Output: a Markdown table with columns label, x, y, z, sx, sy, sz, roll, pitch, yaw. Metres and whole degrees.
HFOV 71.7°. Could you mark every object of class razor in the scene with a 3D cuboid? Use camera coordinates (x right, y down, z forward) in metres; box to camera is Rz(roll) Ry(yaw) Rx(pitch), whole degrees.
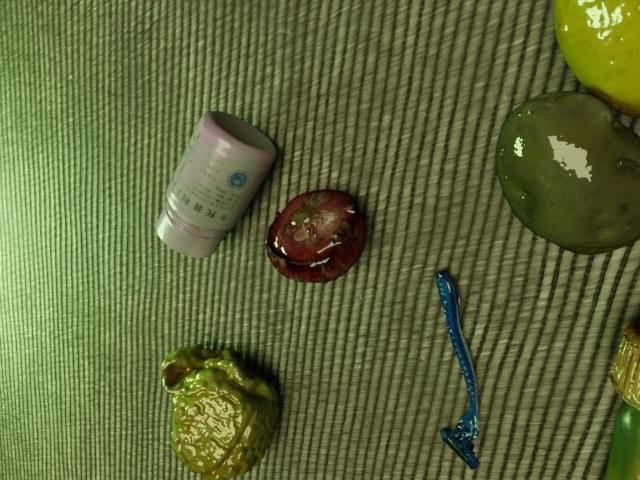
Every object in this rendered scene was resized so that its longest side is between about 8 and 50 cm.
| label | x | y | z | sx | sy | sz | roll | pitch | yaw |
| --- | --- | --- | --- | --- | --- | --- | --- | --- | --- |
| razor | 0.236 | 0.208 | 0.754 | 0.056 | 0.093 | 0.324 | -8 | 95 | -14 |

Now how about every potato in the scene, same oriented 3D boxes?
| label | x | y | z | sx | sy | sz | roll | pitch | yaw |
| --- | --- | --- | --- | --- | --- | --- | --- | --- | --- |
| potato | 0.324 | -0.083 | 0.573 | 0.178 | 0.160 | 0.235 | -16 | 123 | 42 |

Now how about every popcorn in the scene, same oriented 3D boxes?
| label | x | y | z | sx | sy | sz | roll | pitch | yaw |
| --- | --- | --- | --- | --- | --- | --- | --- | --- | --- |
| popcorn | -0.200 | 0.348 | 0.926 | 0.225 | 0.174 | 0.286 | -18 | 82 | 12 |

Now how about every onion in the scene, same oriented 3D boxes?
| label | x | y | z | sx | sy | sz | roll | pitch | yaw |
| --- | --- | --- | --- | --- | --- | --- | --- | --- | --- |
| onion | 0.000 | 0.000 | 0.780 | 0.184 | 0.147 | 0.184 | -10 | 59 | 18 |

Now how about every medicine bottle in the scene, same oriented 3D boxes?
| label | x | y | z | sx | sy | sz | roll | pitch | yaw |
| --- | --- | --- | --- | --- | --- | --- | --- | --- | --- |
| medicine bottle | -0.202 | -0.100 | 0.837 | 0.152 | 0.152 | 0.254 | 39 | 114 | 13 |

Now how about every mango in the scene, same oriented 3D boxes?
| label | x | y | z | sx | sy | sz | roll | pitch | yaw |
| --- | --- | --- | --- | --- | --- | --- | --- | --- | --- |
| mango | 0.492 | 0.343 | 0.635 | 0.137 | 0.091 | 0.237 | 6 | 103 | 18 |

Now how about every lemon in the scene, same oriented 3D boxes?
| label | x | y | z | sx | sy | sz | roll | pitch | yaw |
| --- | --- | --- | --- | --- | --- | --- | --- | --- | --- |
| lemon | 0.385 | -0.261 | 0.480 | 0.233 | 0.233 | 0.288 | -26 | 86 | 27 |

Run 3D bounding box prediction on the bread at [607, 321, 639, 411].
| label | x | y | z | sx | sy | sz | roll | pitch | yaw |
| --- | --- | --- | --- | --- | --- | --- | --- | --- | --- |
| bread | 0.481 | 0.171 | 0.550 | 0.199 | 0.199 | 0.104 | 13 | 105 | 23 |
